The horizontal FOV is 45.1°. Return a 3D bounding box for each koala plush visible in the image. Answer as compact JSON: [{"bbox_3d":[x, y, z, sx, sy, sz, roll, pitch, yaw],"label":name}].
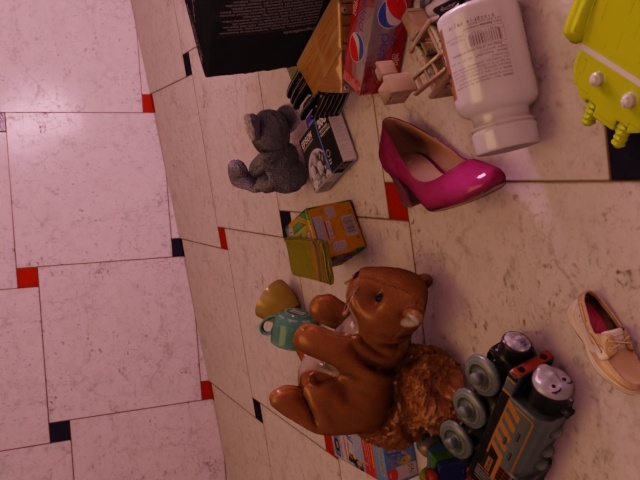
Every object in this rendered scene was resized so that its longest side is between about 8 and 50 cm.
[{"bbox_3d":[-0.128,-0.249,2.057,0.203,0.196,0.221,24,123,48],"label":"koala plush"}]

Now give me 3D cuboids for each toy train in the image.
[{"bbox_3d":[0.335,0.315,1.357,0.190,0.142,0.333,42,138,35],"label":"toy train"},{"bbox_3d":[0.258,0.550,1.674,0.143,0.105,0.247,-129,34,-64],"label":"toy train"}]

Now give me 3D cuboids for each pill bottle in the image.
[{"bbox_3d":[0.271,-0.254,1.217,0.131,0.131,0.229,-15,87,66],"label":"pill bottle"}]

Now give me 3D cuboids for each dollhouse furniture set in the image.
[{"bbox_3d":[0.163,-0.352,1.372,0.181,0.161,0.101,69,155,17],"label":"dollhouse furniture set"}]

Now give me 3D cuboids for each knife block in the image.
[{"bbox_3d":[0.008,-0.404,1.723,0.242,0.088,0.275,19,117,50],"label":"knife block"}]

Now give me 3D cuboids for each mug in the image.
[{"bbox_3d":[-0.085,0.249,2.207,0.129,0.158,0.097,-142,59,-67],"label":"mug"}]

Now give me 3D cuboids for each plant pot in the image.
[{"bbox_3d":[-0.117,0.198,2.315,0.095,0.134,0.134,34,136,23],"label":"plant pot"}]

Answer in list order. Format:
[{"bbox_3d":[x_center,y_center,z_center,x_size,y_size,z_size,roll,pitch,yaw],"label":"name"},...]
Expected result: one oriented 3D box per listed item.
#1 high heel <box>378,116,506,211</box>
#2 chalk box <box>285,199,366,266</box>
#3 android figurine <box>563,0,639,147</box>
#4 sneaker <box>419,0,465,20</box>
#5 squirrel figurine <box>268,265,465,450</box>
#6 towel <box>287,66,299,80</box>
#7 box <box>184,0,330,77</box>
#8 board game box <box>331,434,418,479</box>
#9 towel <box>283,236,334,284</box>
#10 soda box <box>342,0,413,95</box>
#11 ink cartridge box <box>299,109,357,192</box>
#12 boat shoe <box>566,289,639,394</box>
[{"bbox_3d":[0.202,-0.153,1.409,0.377,0.127,0.181,2,113,69],"label":"high heel"},{"bbox_3d":[0.000,0.000,1.932,0.213,0.132,0.132,-40,66,63],"label":"chalk box"},{"bbox_3d":[0.414,-0.253,0.999,0.248,0.056,0.272,55,146,41],"label":"android figurine"},{"bbox_3d":[0.231,-0.424,1.274,0.235,0.094,0.153,53,147,44],"label":"sneaker"},{"bbox_3d":[0.141,0.243,1.621,0.397,0.281,0.370,36,114,2],"label":"squirrel figurine"},{"bbox_3d":[-0.057,-0.451,1.979,0.148,0.027,0.110,69,155,18],"label":"towel"},{"bbox_3d":[-0.154,-0.692,1.666,0.471,0.298,0.479,115,141,-68],"label":"box"},{"bbox_3d":[0.110,0.422,1.945,0.302,0.086,0.308,0,101,65],"label":"board game box"},{"bbox_3d":[-0.031,0.045,1.835,0.237,0.021,0.102,-173,74,-66],"label":"towel"},{"bbox_3d":[0.115,-0.425,1.528,0.083,0.092,0.263,53,145,42],"label":"soda box"},{"bbox_3d":[0.007,-0.250,1.912,0.206,0.045,0.208,136,121,-62],"label":"ink cartridge box"},{"bbox_3d":[0.427,0.147,1.144,0.059,0.063,0.170,99,150,-50],"label":"boat shoe"}]
